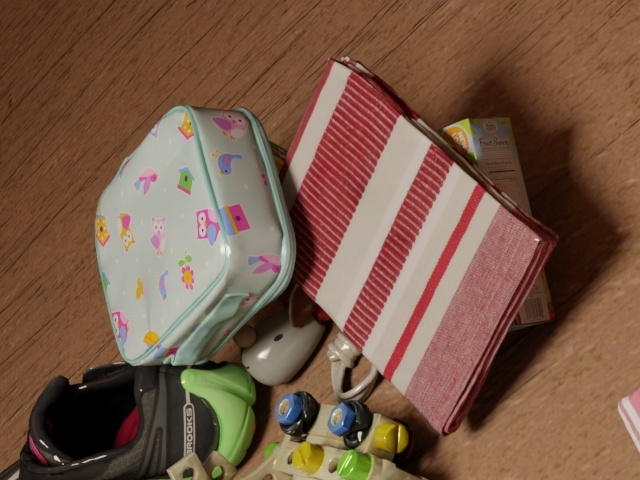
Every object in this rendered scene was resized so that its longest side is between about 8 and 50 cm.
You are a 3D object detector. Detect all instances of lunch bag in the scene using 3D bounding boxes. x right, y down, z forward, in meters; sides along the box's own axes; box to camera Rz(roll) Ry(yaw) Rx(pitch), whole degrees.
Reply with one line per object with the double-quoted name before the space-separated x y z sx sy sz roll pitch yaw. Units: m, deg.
"lunch bag" -0.137 0.006 1.766 0.279 0.108 0.224 -45 57 48

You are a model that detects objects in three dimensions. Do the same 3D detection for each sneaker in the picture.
"sneaker" -0.283 0.243 1.985 0.483 0.202 0.185 -36 40 34

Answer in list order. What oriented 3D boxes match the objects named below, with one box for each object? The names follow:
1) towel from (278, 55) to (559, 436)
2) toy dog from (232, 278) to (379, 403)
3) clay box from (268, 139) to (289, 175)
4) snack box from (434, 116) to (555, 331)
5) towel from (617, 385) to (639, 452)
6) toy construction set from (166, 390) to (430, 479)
"towel" 0.073 -0.001 1.629 0.329 0.037 0.237 46 124 35
"toy dog" 0.000 0.000 1.817 0.220 0.161 0.334 15 79 57
"clay box" -0.096 -0.063 1.941 0.127 0.222 0.053 -47 35 21
"snack box" 0.128 0.000 1.648 0.174 0.070 0.207 -19 81 46
"towel" 0.336 0.123 1.380 0.197 0.029 0.144 -48 34 20
"toy construction set" -0.009 0.262 1.659 0.327 0.151 0.215 9 73 45
